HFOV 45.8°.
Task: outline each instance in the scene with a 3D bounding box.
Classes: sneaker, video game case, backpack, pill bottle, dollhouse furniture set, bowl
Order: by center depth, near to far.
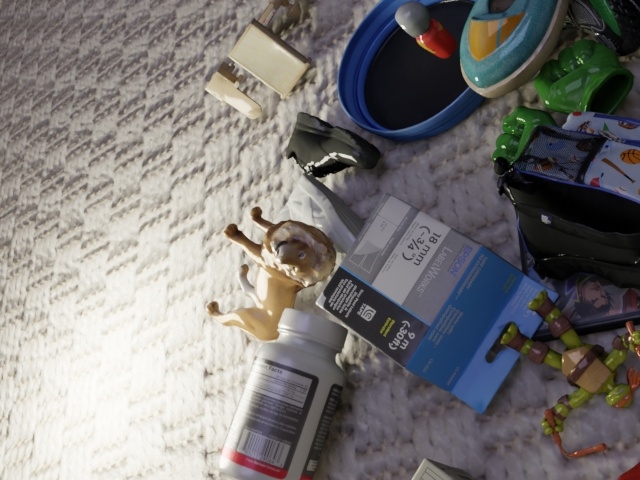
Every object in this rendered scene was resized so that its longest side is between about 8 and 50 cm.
[{"bbox_3d":[0.425,-0.048,1.097,0.263,0.276,0.213,27,74,42],"label":"backpack"},{"bbox_3d":[0.458,0.021,1.218,0.275,0.035,0.248,-17,58,33],"label":"video game case"},{"bbox_3d":[0.463,-0.430,1.403,0.146,0.134,0.343,-56,42,26],"label":"sneaker"},{"bbox_3d":[-0.058,0.295,1.406,0.176,0.176,0.318,9,74,42],"label":"pill bottle"},{"bbox_3d":[0.000,0.000,1.573,0.169,0.108,0.292,-54,41,13],"label":"sneaker"},{"bbox_3d":[0.216,-0.386,1.601,0.391,0.077,0.391,-19,58,32],"label":"bowl"},{"bbox_3d":[0.023,-0.187,1.654,0.286,0.109,0.130,31,96,54],"label":"sneaker"},{"bbox_3d":[-0.118,-0.508,1.969,0.303,0.174,0.355,-47,16,27],"label":"dollhouse furniture set"}]

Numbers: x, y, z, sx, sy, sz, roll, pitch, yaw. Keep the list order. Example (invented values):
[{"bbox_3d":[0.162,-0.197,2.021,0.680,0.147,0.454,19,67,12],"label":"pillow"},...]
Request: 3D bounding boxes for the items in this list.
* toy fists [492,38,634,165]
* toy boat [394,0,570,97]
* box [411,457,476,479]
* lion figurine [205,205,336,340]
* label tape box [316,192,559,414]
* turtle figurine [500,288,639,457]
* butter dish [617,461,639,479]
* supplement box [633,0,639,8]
[{"bbox_3d":[0.406,-0.221,1.321,0.279,0.096,0.142,-58,36,21],"label":"toy fists"},{"bbox_3d":[0.282,-0.388,1.364,0.318,0.148,0.267,10,77,50],"label":"toy boat"},{"bbox_3d":[0.182,0.476,1.148,0.149,0.127,0.232,31,89,44],"label":"box"},{"bbox_3d":[-0.096,0.092,1.540,0.240,0.142,0.392,37,138,22],"label":"lion figurine"},{"bbox_3d":[0.187,0.096,1.282,0.334,0.106,0.240,33,92,38],"label":"label tape box"},{"bbox_3d":[0.398,0.174,1.142,0.217,0.087,0.269,43,116,21],"label":"turtle figurine"},{"bbox_3d":[0.481,0.351,0.971,0.160,0.160,0.118,5,95,41],"label":"butter dish"},{"bbox_3d":[0.661,-0.514,1.198,0.356,0.195,0.194,-32,51,18],"label":"supplement box"}]
